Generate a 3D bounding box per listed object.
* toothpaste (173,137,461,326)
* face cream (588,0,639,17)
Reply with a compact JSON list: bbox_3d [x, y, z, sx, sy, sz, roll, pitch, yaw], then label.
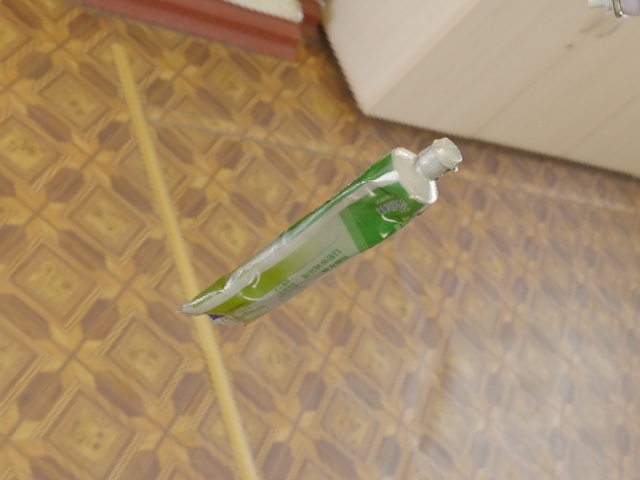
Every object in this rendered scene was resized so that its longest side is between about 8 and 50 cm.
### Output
[{"bbox_3d":[0.000,0.000,0.791,0.078,0.248,0.046,17,45,-51],"label":"toothpaste"},{"bbox_3d":[0.439,-0.319,1.287,0.075,0.230,0.075,-7,90,-71],"label":"face cream"}]
